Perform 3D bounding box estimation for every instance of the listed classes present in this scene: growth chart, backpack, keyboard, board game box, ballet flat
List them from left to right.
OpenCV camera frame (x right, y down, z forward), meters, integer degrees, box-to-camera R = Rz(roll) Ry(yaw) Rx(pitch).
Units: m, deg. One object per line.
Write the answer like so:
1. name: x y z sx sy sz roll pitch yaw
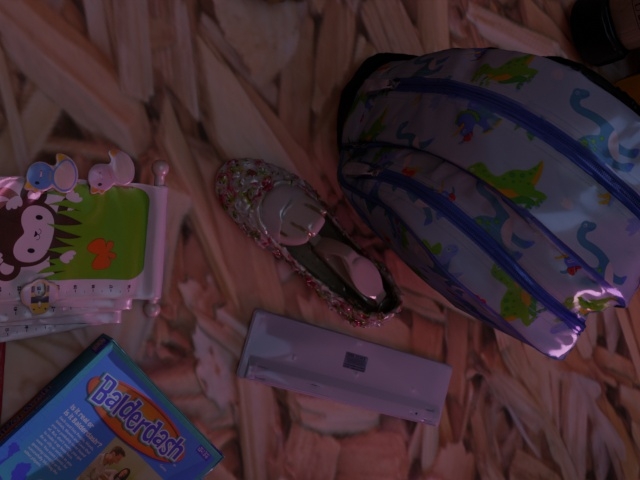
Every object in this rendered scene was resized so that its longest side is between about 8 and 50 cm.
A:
1. growth chart: -0.236 0.014 0.645 0.237 0.021 0.172 -12 111 -33
2. board game box: -0.213 0.212 0.664 0.210 0.047 0.160 -44 109 -20
3. ballet flat: 0.000 0.000 0.760 0.241 0.077 0.091 41 73 -19
4. keyboard: 0.034 0.140 0.812 0.256 0.014 0.072 19 75 -25
5. backpack: 0.162 -0.044 0.688 0.290 0.355 0.273 45 72 -19

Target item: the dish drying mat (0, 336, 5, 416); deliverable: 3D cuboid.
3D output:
1. dish drying mat: -0.291 0.120 0.651 0.032 0.008 0.083 3 87 -26

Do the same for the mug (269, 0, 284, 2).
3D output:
1. mug: -0.037 -0.274 0.759 0.078 0.062 0.064 16 90 -19

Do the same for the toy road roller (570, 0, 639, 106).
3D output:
1. toy road roller: 0.491 -0.216 0.946 0.240 0.202 0.329 -23 98 -36
